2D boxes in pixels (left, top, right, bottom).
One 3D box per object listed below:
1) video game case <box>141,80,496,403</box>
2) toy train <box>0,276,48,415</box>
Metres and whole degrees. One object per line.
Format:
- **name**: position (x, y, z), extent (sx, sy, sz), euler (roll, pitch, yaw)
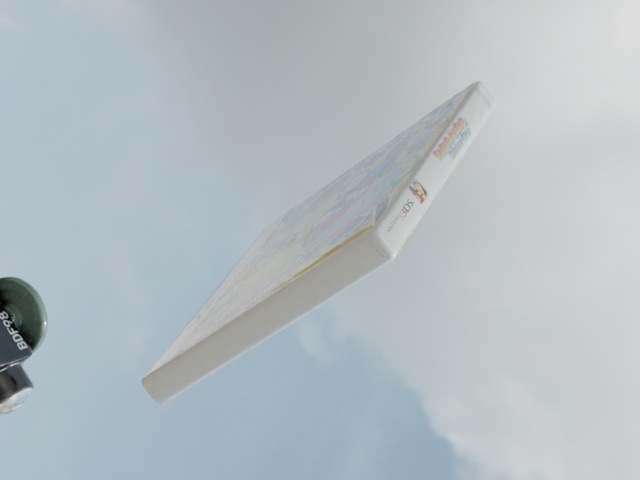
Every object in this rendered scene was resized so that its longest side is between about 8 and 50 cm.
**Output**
- **video game case**: position (0.000, 0.000, 1.062), extent (0.227, 0.026, 0.206), euler (-33, -167, 37)
- **toy train**: position (-0.393, 0.036, 1.480), extent (0.190, 0.142, 0.334), euler (-38, -99, 28)
